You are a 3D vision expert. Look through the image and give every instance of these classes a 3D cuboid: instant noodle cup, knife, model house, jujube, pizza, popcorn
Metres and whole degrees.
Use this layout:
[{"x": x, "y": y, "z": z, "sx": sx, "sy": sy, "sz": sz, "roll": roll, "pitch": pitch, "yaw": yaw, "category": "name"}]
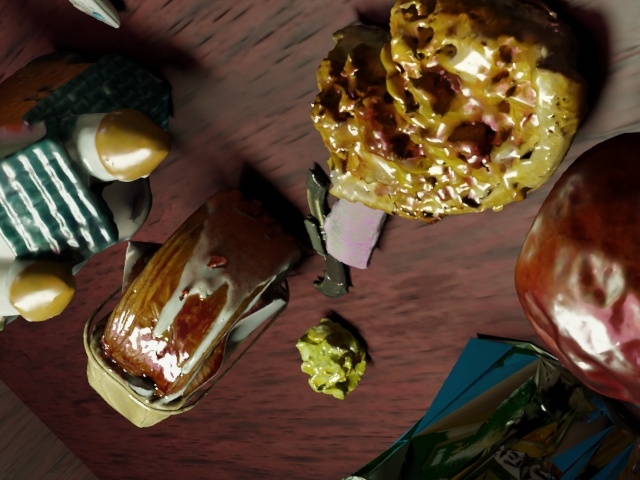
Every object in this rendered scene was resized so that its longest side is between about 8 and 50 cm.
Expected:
[{"x": 0.156, "y": 0.210, "z": 1.337, "sx": 0.240, "sy": 0.178, "sz": 0.240, "roll": 37, "pitch": 159, "yaw": 17, "category": "instant noodle cup"}, {"x": 0.005, "y": 0.004, "z": 1.445, "sx": 0.045, "sy": 0.021, "sz": 0.222, "roll": 39, "pitch": 160, "yaw": 20, "category": "knife"}, {"x": -0.217, "y": -0.041, "z": 1.459, "sx": 0.301, "sy": 0.271, "sz": 0.190, "roll": -3, "pitch": 122, "yaw": 47, "category": "model house"}, {"x": 0.224, "y": 0.040, "z": 0.916, "sx": 0.236, "sy": 0.168, "sz": 0.168, "roll": 36, "pitch": 159, "yaw": 3, "category": "jujube"}, {"x": 0.070, "y": -0.082, "z": 1.062, "sx": 0.161, "sy": 0.085, "sz": 0.305, "roll": 48, "pitch": 158, "yaw": -8, "category": "pizza"}, {"x": 0.014, "y": 0.115, "z": 1.594, "sx": 0.083, "sy": 0.059, "sz": 0.068, "roll": 61, "pitch": -166, "yaw": -21, "category": "popcorn"}]

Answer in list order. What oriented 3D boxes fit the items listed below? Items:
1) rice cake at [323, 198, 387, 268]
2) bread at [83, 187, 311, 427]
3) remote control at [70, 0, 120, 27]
[{"x": 0.037, "y": -0.025, "z": 1.306, "sx": 0.047, "sy": 0.036, "sz": 0.207, "roll": 37, "pitch": 158, "yaw": 6, "category": "rice cake"}, {"x": -0.118, "y": 0.054, "z": 1.496, "sx": 0.142, "sy": 0.224, "sz": 0.212, "roll": 39, "pitch": 138, "yaw": 7, "category": "bread"}, {"x": -0.236, "y": -0.263, "z": 1.345, "sx": 0.073, "sy": 0.044, "sz": 0.229, "roll": 26, "pitch": 162, "yaw": 47, "category": "remote control"}]
